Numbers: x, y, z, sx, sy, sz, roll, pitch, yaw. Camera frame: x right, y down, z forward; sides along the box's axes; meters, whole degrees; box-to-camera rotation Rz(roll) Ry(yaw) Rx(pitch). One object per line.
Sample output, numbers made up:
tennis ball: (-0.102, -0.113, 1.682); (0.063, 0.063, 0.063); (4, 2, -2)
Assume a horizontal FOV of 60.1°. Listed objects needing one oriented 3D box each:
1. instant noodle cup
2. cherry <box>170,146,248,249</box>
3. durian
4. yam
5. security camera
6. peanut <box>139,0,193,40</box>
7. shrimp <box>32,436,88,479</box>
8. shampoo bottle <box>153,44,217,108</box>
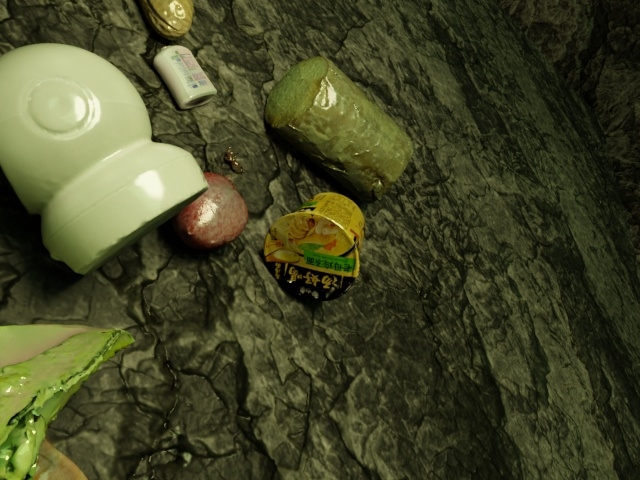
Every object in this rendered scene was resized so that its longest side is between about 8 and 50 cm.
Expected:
instant noodle cup: (0.000, 0.000, 0.862); (0.151, 0.151, 0.122); (48, 30, -12)
cherry: (-0.141, -0.062, 0.797); (0.107, 0.090, 0.225); (37, 35, -7)
durian: (-0.259, 0.133, 0.383); (0.157, 0.169, 0.355); (58, 1, -14)
yam: (0.041, -0.197, 1.002); (0.268, 0.161, 0.161); (37, 45, -26)
security camera: (-0.262, -0.102, 0.611); (0.236, 0.194, 0.194); (56, 41, -9)
peanut: (-0.254, -0.399, 0.889); (0.080, 0.080, 0.174); (-13, 74, -48)
shrimp: (-0.301, 0.228, 0.491); (0.219, 0.046, 0.152); (54, 38, -6)
shampoo bottle: (-0.216, -0.259, 0.866); (0.099, 0.043, 0.072); (56, 40, -2)
